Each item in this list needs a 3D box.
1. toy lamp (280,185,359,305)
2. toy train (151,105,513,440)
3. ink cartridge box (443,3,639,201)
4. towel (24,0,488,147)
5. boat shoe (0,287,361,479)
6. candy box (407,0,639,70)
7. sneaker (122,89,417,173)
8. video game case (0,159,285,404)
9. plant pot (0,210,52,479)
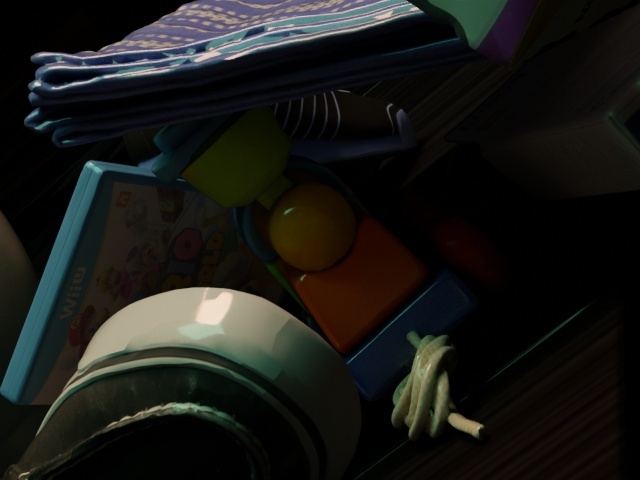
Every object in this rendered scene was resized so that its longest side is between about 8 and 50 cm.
[{"bbox_3d":[-0.050,0.009,1.116,0.080,0.080,0.274,-47,11,-24],"label":"toy lamp"},{"bbox_3d":[0.000,0.000,0.782,0.105,0.143,0.248,-43,10,-1],"label":"toy train"},{"bbox_3d":[0.175,-0.105,0.833,0.223,0.045,0.224,-43,9,-9],"label":"ink cartridge box"},{"bbox_3d":[0.032,-0.121,0.867,0.243,0.040,0.336,-9,15,21],"label":"towel"},{"bbox_3d":[-0.095,0.125,0.728,0.306,0.113,0.105,-36,18,45],"label":"boat shoe"},{"bbox_3d":[0.120,-0.162,0.612,0.233,0.071,0.159,-29,-30,-50],"label":"candy box"},{"bbox_3d":[-0.028,-0.081,1.131,0.081,0.090,0.232,-17,-5,39],"label":"sneaker"},{"bbox_3d":[-0.074,0.025,0.918,0.166,0.015,0.119,7,-71,-54],"label":"video game case"},{"bbox_3d":[-0.303,0.102,1.344,0.293,0.196,0.293,-42,10,9],"label":"plant pot"}]
